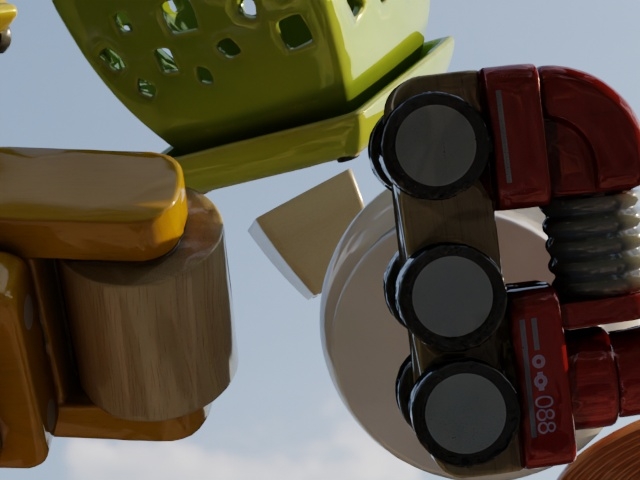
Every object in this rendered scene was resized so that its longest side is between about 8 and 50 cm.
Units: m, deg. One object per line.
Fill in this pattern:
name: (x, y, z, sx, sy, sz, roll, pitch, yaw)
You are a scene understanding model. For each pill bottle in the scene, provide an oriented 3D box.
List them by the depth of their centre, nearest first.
pill bottle: (0.124, 0.048, 1.369, 0.229, 0.229, 0.408, -9, 4, 10)

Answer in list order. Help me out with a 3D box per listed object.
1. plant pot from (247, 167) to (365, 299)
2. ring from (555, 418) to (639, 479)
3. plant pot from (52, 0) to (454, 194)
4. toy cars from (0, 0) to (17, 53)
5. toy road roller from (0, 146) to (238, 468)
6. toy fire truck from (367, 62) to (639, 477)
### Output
plant pot: (0.000, 0.000, 1.872, 0.109, 0.096, 0.109, -29, -3, -9)
ring: (0.335, 0.197, 1.378, 0.337, 0.032, 0.336, -2, -33, -1)
plant pot: (-0.037, -0.167, 1.399, 0.227, 0.207, 0.228, -12, 16, 30)
toy cars: (-0.341, -0.195, 1.480, 0.176, 0.087, 0.393, -31, -14, -14)
toy road roller: (-0.231, 0.081, 1.253, 0.330, 0.240, 0.202, 0, -51, 6)
toy fire truck: (0.160, 0.008, 0.995, 0.246, 0.217, 0.158, -7, 1, -2)
